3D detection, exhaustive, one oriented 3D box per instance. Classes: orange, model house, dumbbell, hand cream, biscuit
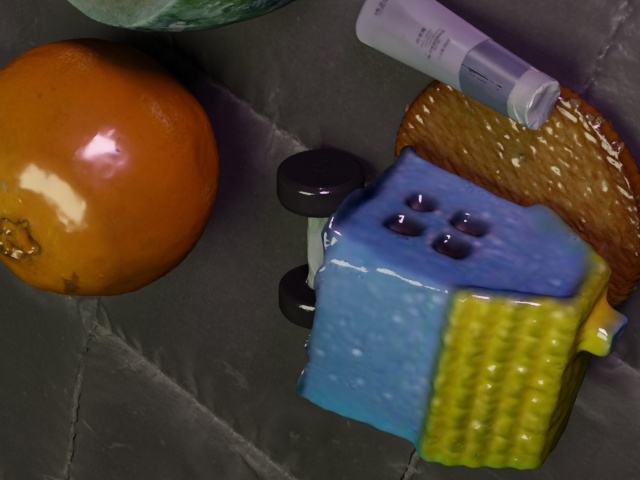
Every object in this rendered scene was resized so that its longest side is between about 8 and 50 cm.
[{"bbox_3d":[-0.269,-0.083,1.869,0.312,0.312,0.312,22,128,31],"label":"orange"},{"bbox_3d":[0.147,0.081,1.618,0.303,0.215,0.237,26,132,22],"label":"model house"},{"bbox_3d":[0.000,0.000,1.824,0.100,0.100,0.191,22,128,30],"label":"dumbbell"},{"bbox_3d":[0.129,-0.187,1.591,0.255,0.048,0.079,38,104,39],"label":"hand cream"},{"bbox_3d":[0.207,-0.047,1.658,0.305,0.038,0.305,23,131,30],"label":"biscuit"}]

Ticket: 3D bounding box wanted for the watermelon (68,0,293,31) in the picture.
[{"bbox_3d":[-0.124,-0.347,1.649,0.387,0.228,0.258,0,107,52],"label":"watermelon"}]
